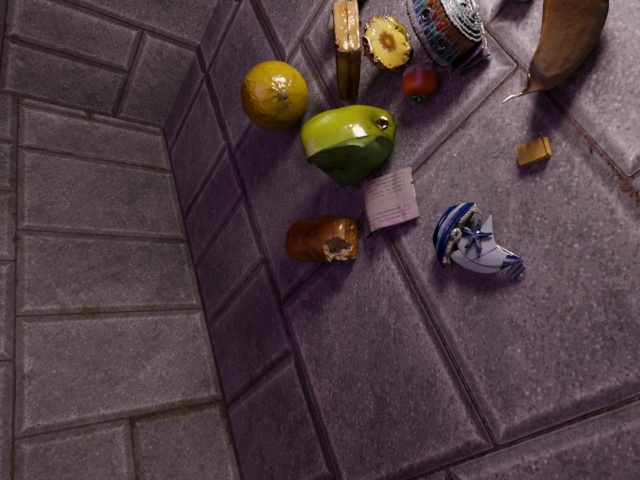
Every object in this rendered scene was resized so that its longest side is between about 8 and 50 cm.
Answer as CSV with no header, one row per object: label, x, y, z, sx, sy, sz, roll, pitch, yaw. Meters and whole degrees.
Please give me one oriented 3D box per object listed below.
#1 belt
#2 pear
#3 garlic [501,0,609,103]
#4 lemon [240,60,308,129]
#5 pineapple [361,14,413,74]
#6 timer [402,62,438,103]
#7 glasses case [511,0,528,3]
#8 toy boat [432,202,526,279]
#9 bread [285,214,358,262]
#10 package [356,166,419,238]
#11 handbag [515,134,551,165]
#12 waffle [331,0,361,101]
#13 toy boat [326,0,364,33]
belt,0.393,-0.680,1.307,0.160,0.207,0.295,-29,66,48
pear,0.118,-0.374,1.556,0.318,0.342,0.238,-22,71,19
garlic,0.578,-0.504,1.084,0.151,0.196,0.338,-128,46,-56
lemon,-0.212,-0.661,1.978,0.336,0.336,0.336,-7,81,50
pineapple,0.228,-0.689,1.521,0.076,0.225,0.224,164,106,-67
timer,0.336,-0.524,1.452,0.136,0.099,0.136,19,112,59
glasses case,0.605,-0.819,1.175,0.114,0.060,0.299,44,120,41
toy boat,0.464,-0.006,1.271,0.292,0.070,0.210,9,98,47
bread,-0.004,-0.003,1.773,0.344,0.149,0.195,-6,83,50
package,0.234,-0.134,1.567,0.251,0.062,0.203,-24,70,43
handbag,0.581,-0.244,1.176,0.083,0.027,0.061,-20,73,50
waffle,0.100,-0.706,1.628,0.327,0.098,0.224,70,-163,-76
toy boat,0.123,-0.954,1.737,0.141,0.141,0.269,43,118,44
